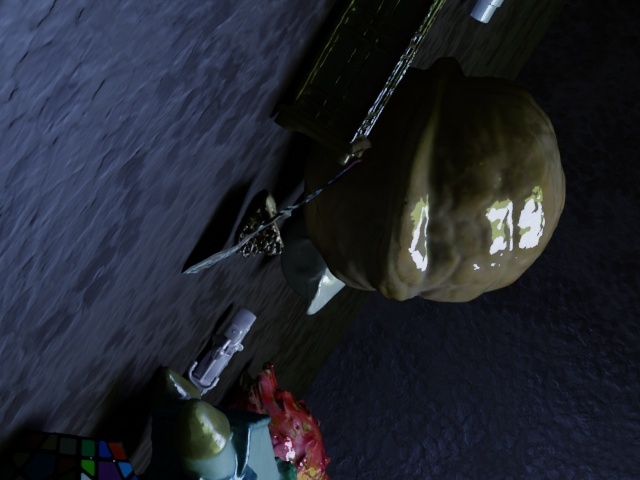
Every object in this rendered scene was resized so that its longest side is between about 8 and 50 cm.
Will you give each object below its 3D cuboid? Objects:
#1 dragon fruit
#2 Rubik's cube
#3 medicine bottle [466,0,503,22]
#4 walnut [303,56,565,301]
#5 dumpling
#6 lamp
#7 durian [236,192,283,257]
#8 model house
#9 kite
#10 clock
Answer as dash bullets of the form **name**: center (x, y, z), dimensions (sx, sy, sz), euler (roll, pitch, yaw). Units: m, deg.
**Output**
- **dragon fruit**: center (-0.089, 0.333, 2.074), dimensions (0.205, 0.210, 0.268), euler (-140, -139, -76)
- **Rubik's cube**: center (-0.219, 0.222, 1.100), dimensions (0.133, 0.133, 0.112), euler (-54, 145, -25)
- **medicine bottle**: center (0.279, -0.421, 1.842), dimensions (0.220, 0.061, 0.092), euler (-60, -169, 24)
- **walnut**: center (0.128, -0.070, 1.450), dimensions (0.285, 0.296, 0.285), euler (10, 90, -78)
- **dumpling**: center (0.001, 0.002, 1.652), dimensions (0.169, 0.100, 0.134), euler (-53, 159, -40)
- **lamp**: center (0.077, -0.232, 1.204), dimensions (0.325, 0.090, 0.089), euler (-59, 173, 16)
- **durian**: center (-0.069, -0.013, 1.419), dimensions (0.130, 0.052, 0.066), euler (101, -15, -78)
- **model house**: center (-0.155, 0.266, 1.405), dimensions (0.325, 0.194, 0.267), euler (86, 19, -46)
- **kite**: center (-0.035, -0.027, 1.287), dimensions (0.229, 0.016, 0.127), euler (-31, -179, 17)
- **clock**: center (-0.127, 0.143, 1.624), dimensions (0.129, 0.041, 0.087), euler (-55, 177, 23)
